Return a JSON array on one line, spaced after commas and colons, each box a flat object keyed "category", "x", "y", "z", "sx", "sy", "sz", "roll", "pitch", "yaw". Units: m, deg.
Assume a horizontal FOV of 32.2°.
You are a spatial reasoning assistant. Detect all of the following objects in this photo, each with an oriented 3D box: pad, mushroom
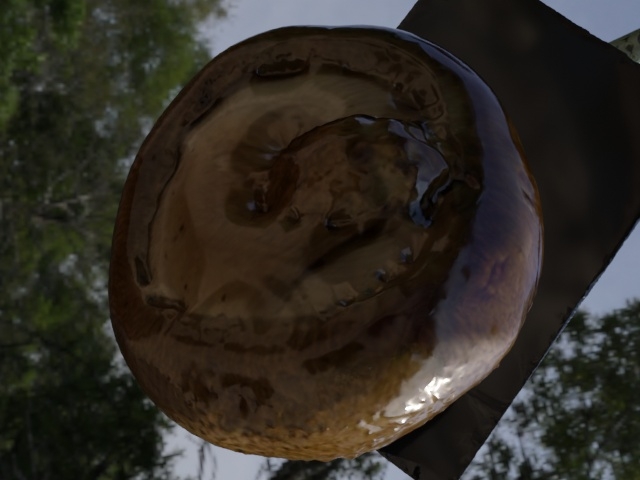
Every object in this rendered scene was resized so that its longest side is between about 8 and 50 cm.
[{"category": "pad", "x": 0.082, "y": -0.020, "z": 0.694, "sx": 0.202, "sy": 0.300, "sz": 0.005, "roll": 35, "pitch": -10, "yaw": 9}, {"category": "mushroom", "x": 0.000, "y": 0.000, "z": 0.594, "sx": 0.253, "sy": 0.153, "sz": 0.253, "roll": -14, "pitch": -127, "yaw": 19}]

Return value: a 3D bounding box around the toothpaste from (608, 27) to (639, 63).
[{"category": "toothpaste", "x": 0.277, "y": -0.160, "z": 0.859, "sx": 0.204, "sy": 0.031, "sz": 0.049, "roll": -24, "pitch": -117, "yaw": 11}]
